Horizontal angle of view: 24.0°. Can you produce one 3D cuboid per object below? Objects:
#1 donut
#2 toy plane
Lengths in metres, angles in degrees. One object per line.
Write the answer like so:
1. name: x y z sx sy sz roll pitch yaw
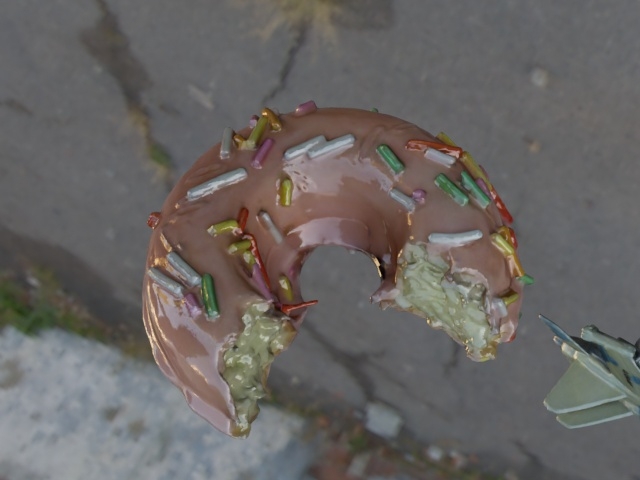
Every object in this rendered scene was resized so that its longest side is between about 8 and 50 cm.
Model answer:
1. donut: 0.000 0.000 0.904 0.085 0.233 0.199 80 169 -55
2. toy plane: 0.276 0.130 1.100 0.262 0.088 0.192 23 165 34
